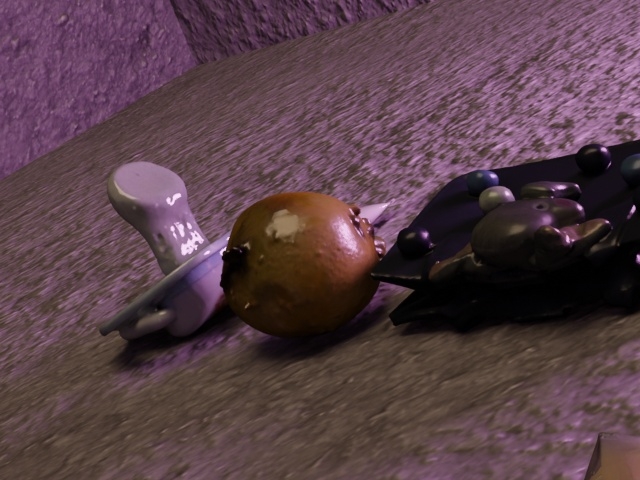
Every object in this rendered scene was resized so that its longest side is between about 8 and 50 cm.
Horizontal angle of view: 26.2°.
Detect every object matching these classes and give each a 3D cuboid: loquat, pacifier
[{"bbox_3d":[-0.014,0.022,1.429,0.204,0.149,0.172,-14,9,-31],"label":"loquat"},{"bbox_3d":[-0.182,0.001,1.613,0.227,0.207,0.279,-30,5,44],"label":"pacifier"}]

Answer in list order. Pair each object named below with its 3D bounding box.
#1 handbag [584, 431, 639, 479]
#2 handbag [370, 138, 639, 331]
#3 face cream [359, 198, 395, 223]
[{"bbox_3d":[0.162,0.189,0.714,0.095,0.117,0.173,2,23,10],"label":"handbag"},{"bbox_3d":[0.223,-0.011,1.300,0.325,0.118,0.269,-12,19,36],"label":"handbag"},{"bbox_3d":[0.000,0.000,1.653,0.092,0.058,0.243,-18,10,35],"label":"face cream"}]
